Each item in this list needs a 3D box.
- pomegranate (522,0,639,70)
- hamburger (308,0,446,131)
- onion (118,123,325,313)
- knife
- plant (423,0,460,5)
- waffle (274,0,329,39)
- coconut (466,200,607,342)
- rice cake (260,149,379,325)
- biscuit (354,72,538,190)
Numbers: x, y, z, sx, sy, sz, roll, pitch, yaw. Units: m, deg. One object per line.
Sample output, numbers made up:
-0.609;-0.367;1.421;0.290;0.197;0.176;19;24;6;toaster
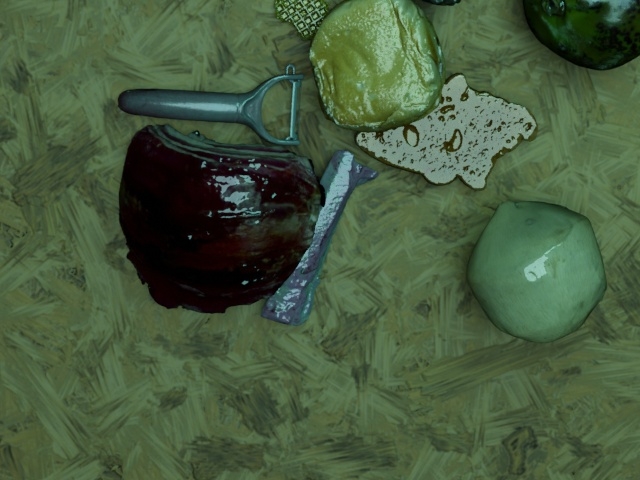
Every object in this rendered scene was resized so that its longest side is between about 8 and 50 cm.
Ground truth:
0.432;-0.373;1.822;0.277;0.204;0.222;-25;85;-3;pomegranate
0.083;-0.262;1.847;0.214;0.108;0.213;0;92;11;hamburger
-0.159;-0.019;1.854;0.314;0.146;0.280;8;97;4;onion
-0.165;-0.210;1.885;0.278;0.053;0.123;2;94;-5;knife
0.167;-0.405;1.802;0.129;0.194;0.132;13;99;-11;plant
-0.029;-0.346;1.888;0.085;0.016;0.078;25;93;-8;waffle
0.322;0.035;1.885;0.224;0.224;0.224;-1;99;-4;coconut
-0.003;0.000;1.928;0.081;0.051;0.290;25;97;-6;rice cake
0.192;-0.162;1.921;0.280;0.043;0.183;-6;96;2;biscuit
